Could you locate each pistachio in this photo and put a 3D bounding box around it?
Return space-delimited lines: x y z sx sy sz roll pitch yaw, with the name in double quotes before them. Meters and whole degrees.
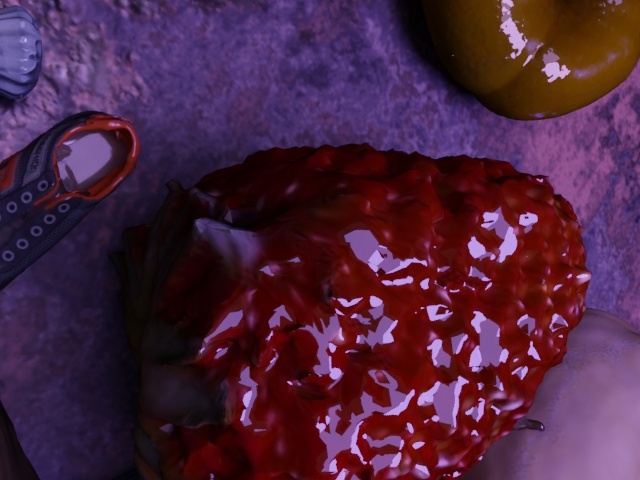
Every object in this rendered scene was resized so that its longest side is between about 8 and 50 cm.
"pistachio" 0.195 0.210 0.657 0.238 0.229 0.321 33 60 9

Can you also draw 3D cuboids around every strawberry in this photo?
"strawberry" 0.038 0.071 0.519 0.343 0.292 0.292 -2 90 -18

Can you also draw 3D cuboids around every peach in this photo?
"peach" 0.201 -0.235 0.707 0.251 0.153 0.251 5 80 -28

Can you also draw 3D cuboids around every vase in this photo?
"vase" -0.258 -0.127 0.480 0.149 0.081 0.081 -1 89 -33

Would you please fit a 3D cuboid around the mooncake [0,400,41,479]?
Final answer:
"mooncake" -0.299 0.213 0.354 0.378 0.201 0.378 0 89 -22

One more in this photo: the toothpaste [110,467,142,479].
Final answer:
"toothpaste" -0.190 0.216 0.534 0.178 0.037 0.043 -20 95 -29

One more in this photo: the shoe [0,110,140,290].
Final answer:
"shoe" -0.199 -0.023 0.509 0.194 0.077 0.074 -46 111 -23

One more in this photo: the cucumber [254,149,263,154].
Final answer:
"cucumber" 0.000 0.000 0.650 0.036 0.033 0.184 -40 107 -7
